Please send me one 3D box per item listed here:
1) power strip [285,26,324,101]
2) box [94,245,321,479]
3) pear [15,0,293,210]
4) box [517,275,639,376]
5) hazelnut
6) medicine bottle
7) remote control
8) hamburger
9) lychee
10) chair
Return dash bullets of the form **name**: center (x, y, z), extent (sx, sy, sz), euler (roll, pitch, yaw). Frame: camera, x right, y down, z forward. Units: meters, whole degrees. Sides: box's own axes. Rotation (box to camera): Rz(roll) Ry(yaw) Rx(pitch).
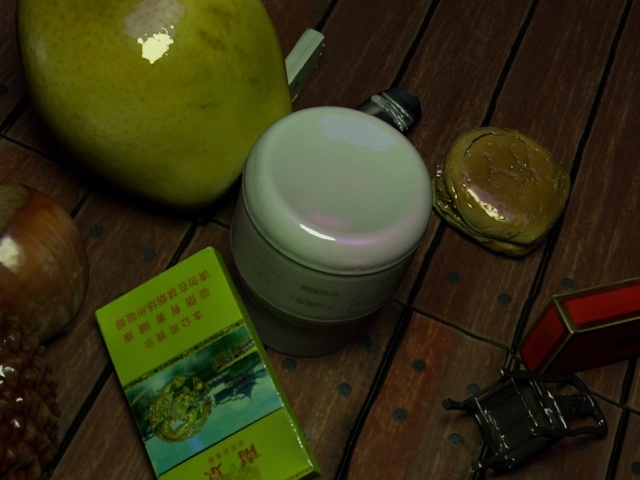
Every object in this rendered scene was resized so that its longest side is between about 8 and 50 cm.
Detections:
- **power strip**: center (-0.047, -0.259, 1.663), extent (0.035, 0.081, 0.192), euler (27, 56, 6)
- **box**: center (-0.149, 0.190, 1.313), extent (0.187, 0.047, 0.335), euler (-29, 64, 4)
- **pear**: center (-0.234, -0.243, 1.452), extent (0.418, 0.362, 0.362), euler (51, 57, -11)
- **box**: center (0.417, 0.118, 1.472), extent (0.239, 0.153, 0.074), euler (-11, 55, -19)
- **hazelnut**: center (-0.394, 0.039, 1.333), extent (0.214, 0.176, 0.214), euler (6, 79, -31)
- **medicine bottle**: center (0.000, 0.000, 1.366), extent (0.241, 0.302, 0.241), euler (6, 55, -9)
- **remote control**: center (0.060, -0.163, 1.643), extent (0.266, 0.066, 0.090), euler (-35, 83, -34)
- **hamburger**: center (0.276, -0.078, 1.606), extent (0.213, 0.108, 0.214), euler (8, 57, -13)
- **lychee**: center (-0.426, 0.212, 1.134), extent (0.306, 0.330, 0.306), euler (29, 28, -18)
- **chair**: center (0.285, 0.244, 1.409), extent (0.229, 0.113, 0.106), euler (16, 43, -50)
